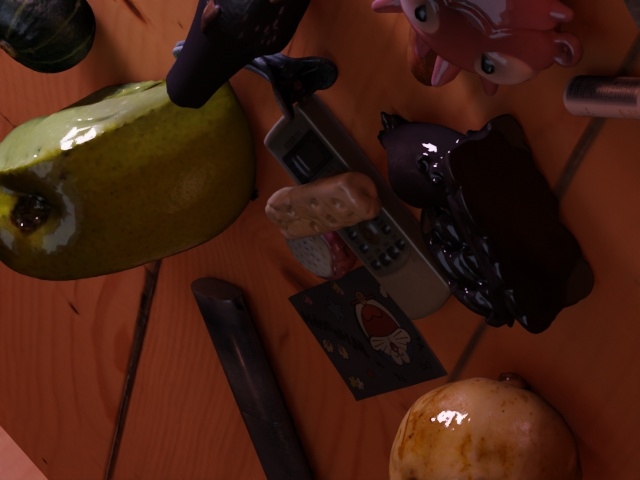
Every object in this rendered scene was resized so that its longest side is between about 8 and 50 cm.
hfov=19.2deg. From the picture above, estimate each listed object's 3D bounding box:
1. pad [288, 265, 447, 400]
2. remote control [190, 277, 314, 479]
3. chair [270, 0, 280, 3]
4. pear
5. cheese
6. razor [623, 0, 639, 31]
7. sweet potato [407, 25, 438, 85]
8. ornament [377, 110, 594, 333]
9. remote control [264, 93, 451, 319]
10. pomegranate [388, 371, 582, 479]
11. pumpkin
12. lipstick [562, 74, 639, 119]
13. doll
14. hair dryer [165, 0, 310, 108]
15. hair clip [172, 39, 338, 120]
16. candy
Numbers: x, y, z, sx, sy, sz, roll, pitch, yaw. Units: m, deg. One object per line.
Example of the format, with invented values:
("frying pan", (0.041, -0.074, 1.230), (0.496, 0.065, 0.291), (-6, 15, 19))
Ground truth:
("pad", (0.056, 0.120, 2.381), (0.170, 0.006, 0.245), (56, 152, -5))
("remote control", (-0.087, 0.222, 2.676), (0.107, 0.044, 0.377), (22, 139, 52))
("chair", (-0.034, -0.342, 1.727), (0.166, 0.188, 0.272), (23, 169, -22))
("pear", (-0.268, -0.063, 2.353), (0.342, 0.318, 0.238), (-1, 117, 59))
("cheese", (0.002, -0.039, 2.162), (0.194, 0.043, 0.065), (-12, 112, 57))
("razor", (0.251, -0.253, 1.594), (0.111, 0.056, 0.278), (2, 123, 55))
("sweet potato", (0.109, -0.235, 1.851), (0.050, 0.050, 0.214), (33, 142, 34))
("ornament", (0.144, -0.022, 1.996), (0.260, 0.106, 0.251), (0, 120, 63))
("remote control", (0.048, -0.033, 2.181), (0.285, 0.038, 0.123), (53, 152, 1))
("pomegranate", (0.189, 0.251, 2.132), (0.215, 0.215, 0.215), (38, 149, 28))
("pumpkin", (-0.367, -0.290, 2.437), (0.167, 0.125, 0.167), (48, 176, 4))
("lipstick", (0.278, -0.129, 1.712), (0.141, 0.040, 0.040), (11, 131, 54))
("doll", (0.134, -0.237, 1.745), (0.262, 0.093, 0.211), (41, 139, 13))
("hair dryer", (-0.147, -0.341, 2.079), (0.359, 0.120, 0.304), (62, 147, 9))
("hair clip", (-0.083, -0.200, 2.181), (0.275, 0.083, 0.048), (26, 157, 54))
("candy", (0.000, 0.000, 2.288), (0.103, 0.043, 0.103), (35, 147, 27))
